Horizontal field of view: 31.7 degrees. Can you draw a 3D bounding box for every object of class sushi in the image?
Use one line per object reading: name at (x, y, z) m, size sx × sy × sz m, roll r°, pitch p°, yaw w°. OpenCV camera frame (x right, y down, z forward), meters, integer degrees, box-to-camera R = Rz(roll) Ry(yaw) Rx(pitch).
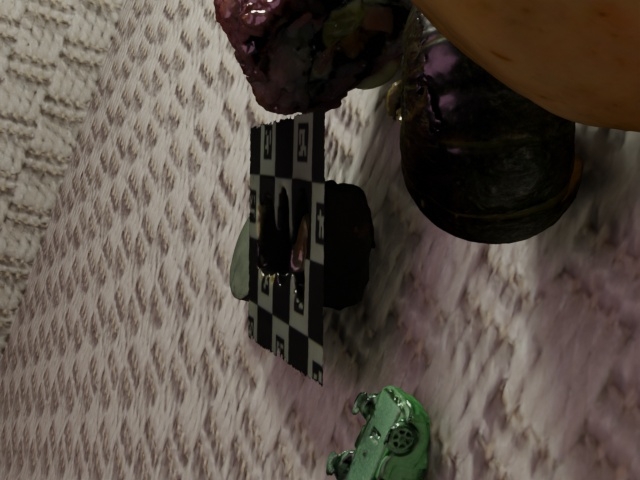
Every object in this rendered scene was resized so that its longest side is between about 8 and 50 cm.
sushi at (0.000, 0.000, 1.372) m, size 0.373 × 0.100 × 0.296 m, roll -173°, pitch 83°, yaw -74°
sushi at (0.017, -0.274, 1.342) m, size 0.270 × 0.236 × 0.171 m, roll -32°, pitch 43°, yaw 10°

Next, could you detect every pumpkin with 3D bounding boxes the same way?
pumpkin at (0.136, -0.111, 0.957) m, size 0.238 × 0.159 × 0.238 m, roll -6°, pitch -90°, yaw -75°

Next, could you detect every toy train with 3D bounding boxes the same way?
toy train at (0.065, 0.222, 1.101) m, size 0.149 × 0.081 × 0.099 m, roll -66°, pitch 23°, yaw 5°

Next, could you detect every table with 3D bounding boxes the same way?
table at (-0.083, 0.023, 1.600) m, size 0.133 × 0.043 × 0.133 m, roll -47°, pitch 35°, yaw 48°

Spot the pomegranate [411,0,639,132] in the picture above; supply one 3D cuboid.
pomegranate at (0.203, -0.273, 0.695) m, size 0.411 × 0.411 × 0.412 m, roll -46°, pitch 36°, yaw 48°
